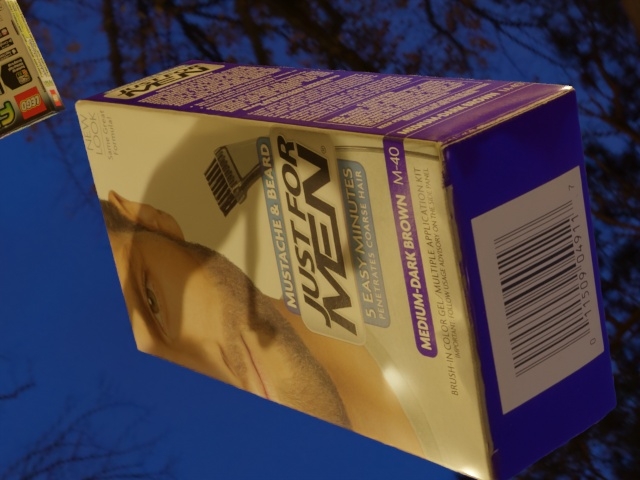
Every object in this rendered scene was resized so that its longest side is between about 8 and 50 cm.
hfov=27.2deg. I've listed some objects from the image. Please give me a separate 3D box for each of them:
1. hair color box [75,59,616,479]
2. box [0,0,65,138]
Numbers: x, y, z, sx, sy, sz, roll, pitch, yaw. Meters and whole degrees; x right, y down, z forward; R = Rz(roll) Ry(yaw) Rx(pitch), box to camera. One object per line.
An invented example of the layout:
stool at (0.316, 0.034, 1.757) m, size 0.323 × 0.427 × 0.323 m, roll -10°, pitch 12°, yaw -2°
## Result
hair color box at (0.000, 0.000, 0.779) m, size 0.338 × 0.110 × 0.185 m, roll 13°, pitch -60°, yaw 51°
box at (-0.354, -0.129, 1.220) m, size 0.207 × 0.036 × 0.114 m, roll -23°, pitch -84°, yaw 8°
